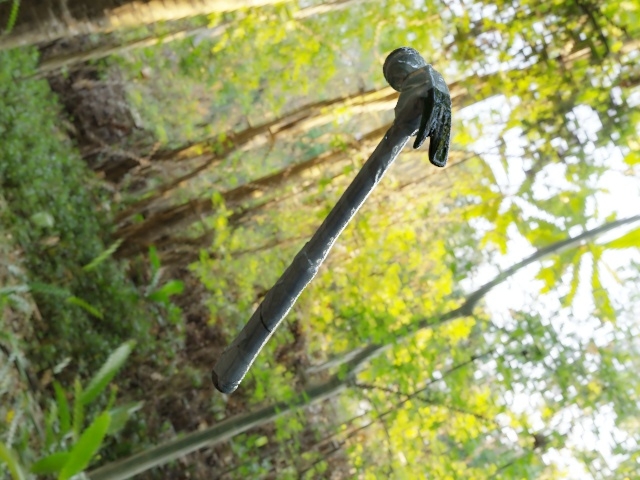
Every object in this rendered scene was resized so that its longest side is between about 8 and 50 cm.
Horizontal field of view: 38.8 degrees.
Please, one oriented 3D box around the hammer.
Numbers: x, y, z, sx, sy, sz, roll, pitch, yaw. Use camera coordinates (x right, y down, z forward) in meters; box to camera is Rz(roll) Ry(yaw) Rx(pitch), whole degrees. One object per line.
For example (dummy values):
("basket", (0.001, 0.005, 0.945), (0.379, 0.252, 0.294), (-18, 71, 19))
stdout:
("hammer", (-0.001, 0.000, 0.949), (0.044, 0.427, 0.152), (23, 28, -26))
